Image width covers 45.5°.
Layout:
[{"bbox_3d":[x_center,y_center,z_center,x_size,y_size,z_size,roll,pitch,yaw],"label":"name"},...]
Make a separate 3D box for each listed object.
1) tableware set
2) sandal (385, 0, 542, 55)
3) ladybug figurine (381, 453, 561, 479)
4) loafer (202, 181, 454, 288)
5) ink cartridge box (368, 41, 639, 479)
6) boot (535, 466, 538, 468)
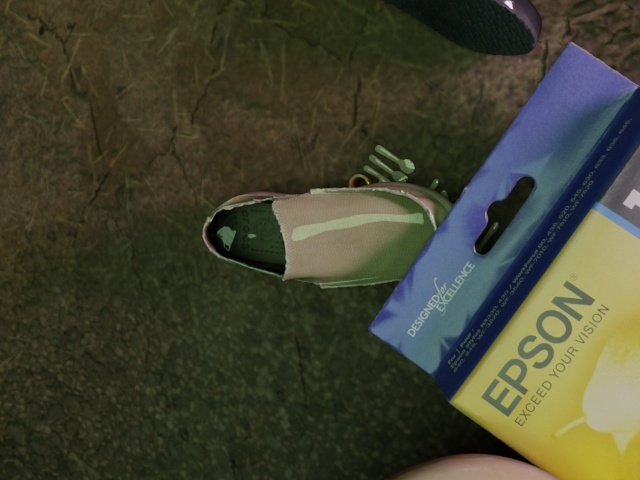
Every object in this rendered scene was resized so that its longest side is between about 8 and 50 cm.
[{"bbox_3d":[0.085,-0.015,0.742,0.154,0.024,0.104,36,109,14],"label":"tableware set"},{"bbox_3d":[0.085,-0.245,0.681,0.254,0.097,0.054,31,81,16],"label":"sandal"},{"bbox_3d":[0.081,0.375,0.609,0.305,0.162,0.449,21,93,1],"label":"ladybug figurine"},{"bbox_3d":[0.000,0.000,0.726,0.268,0.092,0.102,-1,103,30],"label":"loafer"},{"bbox_3d":[0.244,0.044,0.605,0.307,0.072,0.304,34,96,5],"label":"ink cartridge box"},{"bbox_3d":[0.305,0.255,0.657,0.208,0.076,0.190,-14,104,30],"label":"boot"}]
